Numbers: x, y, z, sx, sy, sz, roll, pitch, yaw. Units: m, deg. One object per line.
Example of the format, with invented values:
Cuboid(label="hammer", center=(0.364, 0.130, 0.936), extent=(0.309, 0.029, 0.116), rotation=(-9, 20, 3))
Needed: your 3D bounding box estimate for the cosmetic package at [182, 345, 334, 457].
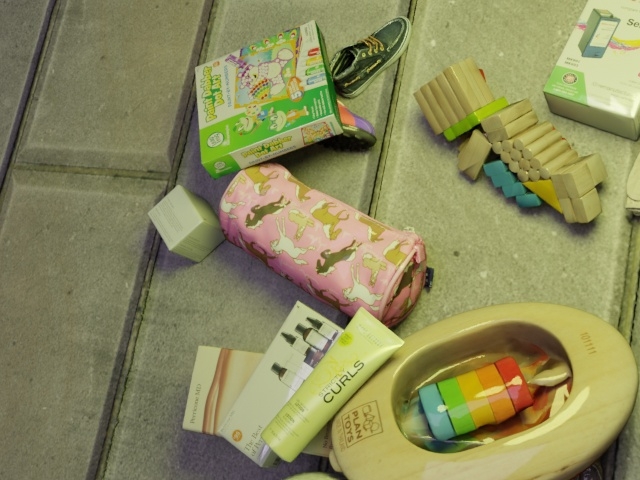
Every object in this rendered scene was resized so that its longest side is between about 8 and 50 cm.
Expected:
Cuboid(label="cosmetic package", center=(-0.061, 0.267, 1.381), extent=(0.296, 0.129, 0.153), rotation=(2, 76, 25))

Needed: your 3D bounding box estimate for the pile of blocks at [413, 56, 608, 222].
Cuboid(label="pile of blocks", center=(0.319, -0.159, 1.366), extent=(0.113, 0.149, 0.362), rotation=(-30, 67, -34))

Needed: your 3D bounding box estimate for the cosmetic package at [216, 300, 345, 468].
Cuboid(label="cosmetic package", center=(-0.053, 0.221, 1.284), extent=(0.099, 0.060, 0.239), rotation=(30, 87, 30))

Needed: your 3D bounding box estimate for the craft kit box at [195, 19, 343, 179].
Cuboid(label="craft kit box", center=(-0.098, -0.253, 1.481), extent=(0.247, 0.061, 0.249), rotation=(-21, 52, 14))

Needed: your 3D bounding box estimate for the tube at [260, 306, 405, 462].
Cuboid(label="tube", center=(0.012, 0.210, 1.211), extent=(0.070, 0.062, 0.240), rotation=(43, 86, -7))

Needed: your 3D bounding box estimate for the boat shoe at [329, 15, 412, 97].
Cuboid(label="boat shoe", center=(0.091, -0.346, 1.522), extent=(0.183, 0.083, 0.065), rotation=(-49, 62, 4))

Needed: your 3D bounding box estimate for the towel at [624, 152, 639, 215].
Cuboid(label="towel", center=(0.572, -0.155, 1.223), extent=(0.187, 0.049, 0.282), rotation=(17, 80, 54))

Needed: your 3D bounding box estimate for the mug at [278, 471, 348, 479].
Cuboid(label="mug", center=(-0.045, 0.500, 1.134), extent=(0.276, 0.328, 0.374), rotation=(43, 82, 9))

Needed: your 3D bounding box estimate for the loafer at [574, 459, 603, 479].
Cuboid(label="loafer", center=(0.384, 0.380, 1.188), extent=(0.056, 0.050, 0.148), rotation=(-14, 69, 20))

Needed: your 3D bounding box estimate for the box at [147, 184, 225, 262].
Cuboid(label="box", center=(-0.248, -0.031, 1.572), extent=(0.087, 0.102, 0.101), rotation=(-42, 62, 10))

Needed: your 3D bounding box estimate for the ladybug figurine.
Cuboid(label="ladybug figurine", center=(0.230, 0.254, 1.201), extent=(0.449, 0.162, 0.305), rotation=(-18, 43, 8))

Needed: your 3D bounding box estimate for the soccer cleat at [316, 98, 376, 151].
Cuboid(label="soccer cleat", center=(-0.027, -0.251, 1.539), extent=(0.318, 0.108, 0.116), rotation=(20, 79, 30))

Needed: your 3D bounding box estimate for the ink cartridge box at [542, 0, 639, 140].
Cuboid(label="ink cartridge box", center=(0.473, -0.290, 1.326), extent=(0.154, 0.093, 0.212), rotation=(26, 85, 29))

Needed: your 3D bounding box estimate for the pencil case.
Cuboid(label="pencil case", center=(0.000, 0.000, 1.420), extent=(0.386, 0.160, 0.167), rotation=(28, 54, 29))
